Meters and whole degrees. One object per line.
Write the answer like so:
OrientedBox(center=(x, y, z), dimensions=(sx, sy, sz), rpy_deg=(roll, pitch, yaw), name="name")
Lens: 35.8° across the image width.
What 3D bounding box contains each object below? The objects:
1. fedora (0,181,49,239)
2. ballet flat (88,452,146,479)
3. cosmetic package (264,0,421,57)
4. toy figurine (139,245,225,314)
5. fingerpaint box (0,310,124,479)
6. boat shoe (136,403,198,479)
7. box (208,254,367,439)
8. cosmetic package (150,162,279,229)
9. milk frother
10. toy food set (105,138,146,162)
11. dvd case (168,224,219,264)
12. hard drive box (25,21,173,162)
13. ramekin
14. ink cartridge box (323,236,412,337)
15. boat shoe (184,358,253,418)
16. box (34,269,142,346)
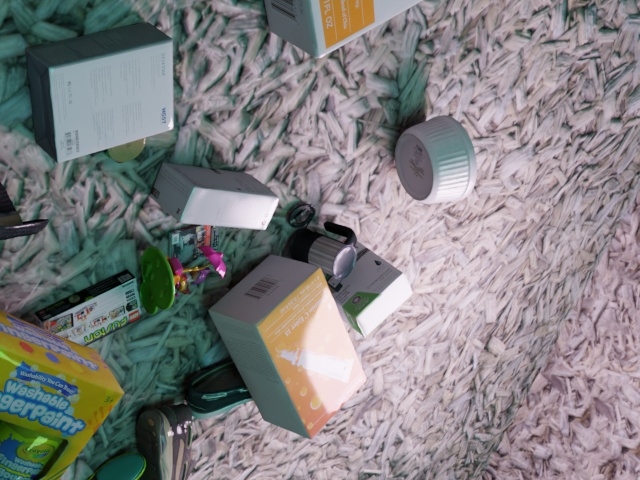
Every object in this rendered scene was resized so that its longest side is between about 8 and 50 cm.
OrientedBox(center=(-0.585, -0.061, 1.532), dimensions=(0.334, 0.334, 0.152), rpy_deg=(-13, 96, -39), name="fedora")
OrientedBox(center=(-0.496, 0.566, 2.248), dimensions=(0.231, 0.077, 0.077), rpy_deg=(-37, 161, -15), name="ballet flat")
OrientedBox(center=(0.107, -0.561, 1.890), dimensions=(0.453, 0.161, 0.230), rpy_deg=(-34, 139, -23), name="cosmetic package")
OrientedBox(center=(-0.273, 0.073, 2.034), dimensions=(0.159, 0.130, 0.173), rpy_deg=(-14, 151, -35), name="toy figurine")
OrientedBox(center=(-0.624, 0.295, 1.662), dimensions=(0.445, 0.163, 0.371), rpy_deg=(34, 95, -43), name="fingerpaint box")
OrientedBox(center=(-0.347, 0.530, 2.313), dimensions=(0.130, 0.132, 0.355), rpy_deg=(-19, 132, -35), name="boat shoe")
OrientedBox(center=(-0.068, 0.239, 2.238), dimensions=(0.215, 0.168, 0.345), rpy_deg=(-43, 126, -30), name="box")
OrientedBox(center=(-0.209, -0.088, 1.978), dimensions=(0.231, 0.117, 0.085), rpy_deg=(5, 114, -49), name="cosmetic package")
OrientedBox(center=(0.000, 0.000, 2.240), dimensions=(0.143, 0.135, 0.129), rpy_deg=(36, 77, -54), name="milk frother")
OrientedBox(center=(-0.360, -0.181, 1.827), dimensions=(0.083, 0.020, 0.082), rpy_deg=(-27, 136, -30), name="toy food set")
OrientedBox(center=(-0.265, 0.004, 2.076), dimensions=(0.119, 0.013, 0.087), rpy_deg=(-21, 132, -35), name="dvd case")
OrientedBox(center=(-0.372, -0.256, 1.700), dimensions=(0.232, 0.089, 0.181), rpy_deg=(-21, 133, -33), name="hard drive box")
OrientedBox(center=(0.262, -0.183, 2.319), dimensions=(0.109, 0.207, 0.207), rpy_deg=(-15, 130, -24), name="ramekin")
OrientedBox(center=(0.081, 0.101, 2.341), dimensions=(0.160, 0.219, 0.092), rpy_deg=(-42, 138, -14), name="ink cartridge box")
OrientedBox(center=(-0.177, 0.321, 2.335), dimensions=(0.303, 0.114, 0.091), rpy_deg=(-27, 141, -30), name="boat shoe")
OrientedBox(center=(-0.459, 0.150, 1.974), dimensions=(0.207, 0.036, 0.114), rpy_deg=(-27, 135, -29), name="box")
